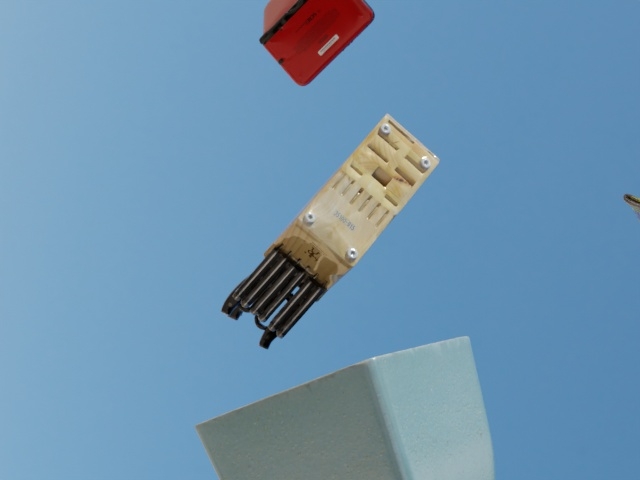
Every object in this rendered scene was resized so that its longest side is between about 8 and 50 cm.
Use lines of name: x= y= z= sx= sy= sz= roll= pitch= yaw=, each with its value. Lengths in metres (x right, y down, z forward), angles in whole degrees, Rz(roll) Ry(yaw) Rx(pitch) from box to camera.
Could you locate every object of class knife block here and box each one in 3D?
knife block: x=0.000 y=0.000 z=2.079 sx=0.276 sy=0.088 sz=0.242 roll=-50 pitch=-176 yaw=-29

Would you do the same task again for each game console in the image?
game console: x=-0.003 y=-0.288 z=2.166 sx=0.124 sy=0.085 sz=0.144 roll=49 pitch=-61 yaw=2

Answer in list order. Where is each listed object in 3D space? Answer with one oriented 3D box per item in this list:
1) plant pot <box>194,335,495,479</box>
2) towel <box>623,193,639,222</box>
plant pot: x=0.055 y=0.273 z=1.919 sx=0.247 sy=0.247 sz=0.252 roll=-24 pitch=-99 yaw=29
towel: x=0.314 y=-0.018 z=1.595 sx=0.060 sy=0.083 sz=0.009 roll=27 pitch=-96 yaw=28
